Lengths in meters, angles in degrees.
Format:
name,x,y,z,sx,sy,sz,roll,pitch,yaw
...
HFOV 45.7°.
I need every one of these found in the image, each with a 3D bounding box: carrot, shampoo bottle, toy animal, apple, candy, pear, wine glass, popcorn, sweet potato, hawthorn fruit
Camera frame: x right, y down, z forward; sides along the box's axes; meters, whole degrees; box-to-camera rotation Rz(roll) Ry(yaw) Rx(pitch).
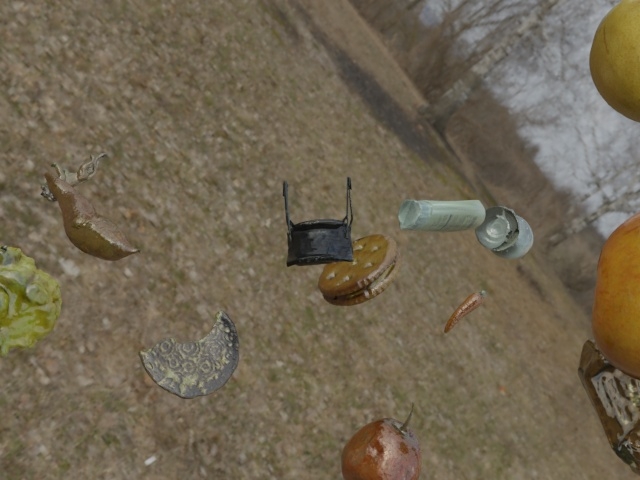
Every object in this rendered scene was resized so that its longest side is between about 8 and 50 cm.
name,x,y,z,sx,sy,sz,roll,pitch,yaw
carrot,0.348,0.170,1.837,0.035,0.142,0.035,47,-5,6
shampoo bottle,0.224,-0.046,1.381,0.212,0.072,0.049,1,52,-47
toy animal,-0.668,-0.182,2.046,0.086,0.220,0.069,45,-27,5
apple,0.550,0.079,1.146,0.299,0.275,0.299,-8,90,-68
candy,0.562,0.321,1.415,0.143,0.101,0.271,-26,98,-83
pear,0.781,-0.421,1.755,0.314,0.314,0.314,48,17,-20
wine glass,0.493,-0.015,2.012,0.126,0.126,0.241,61,17,22
popcorn,-0.602,0.114,1.429,0.218,0.189,0.169,38,-26,-4
sweet potato,-0.355,-0.026,1.132,0.226,0.068,0.068,38,9,24
hawthorn fruit,0.130,0.395,1.388,0.149,0.189,0.149,53,1,-1

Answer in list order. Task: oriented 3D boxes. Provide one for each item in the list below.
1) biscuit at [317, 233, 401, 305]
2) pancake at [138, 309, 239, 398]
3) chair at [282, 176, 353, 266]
name,x,y,z,sx,sy,sz,roll,pitch,yaw
biscuit,0.091,0.070,1.823,0.066,0.220,0.220,57,14,-26
pancake,-0.246,0.209,1.435,0.190,0.020,0.184,13,63,-18
chair,0.000,0.000,1.465,0.145,0.140,0.221,83,2,-45
